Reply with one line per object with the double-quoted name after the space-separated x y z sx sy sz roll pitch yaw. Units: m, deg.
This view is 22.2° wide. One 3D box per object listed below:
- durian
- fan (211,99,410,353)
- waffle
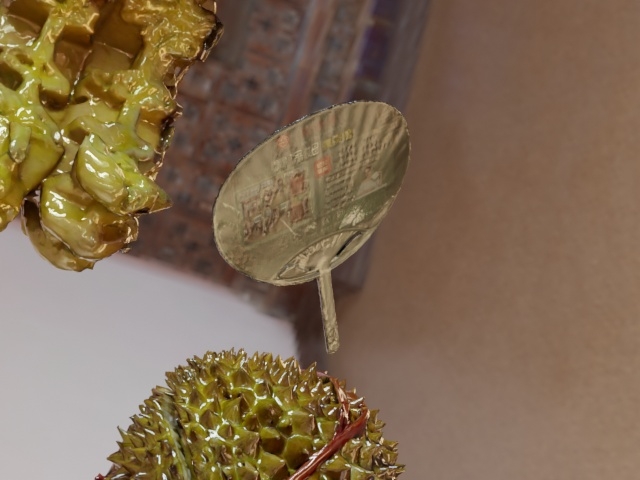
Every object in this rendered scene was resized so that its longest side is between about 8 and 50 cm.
-0.074 0.286 1.693 0.347 0.348 0.384 -93 -3 -50 "durian"
-0.022 -0.009 1.609 0.012 0.223 0.294 42 121 42 "fan"
-0.147 -0.142 1.085 0.324 0.151 0.261 -63 21 -2 "waffle"
